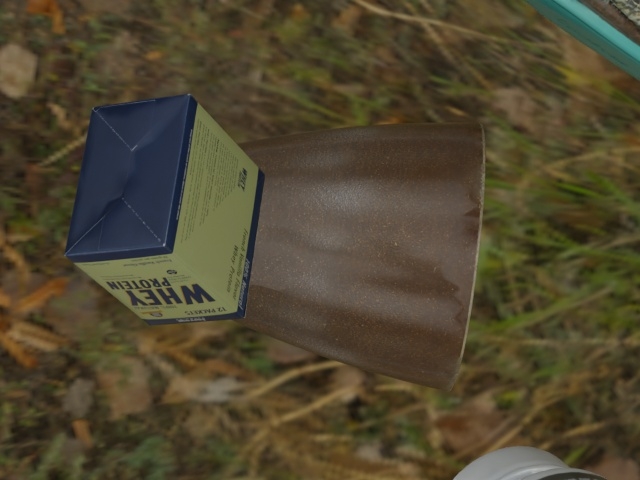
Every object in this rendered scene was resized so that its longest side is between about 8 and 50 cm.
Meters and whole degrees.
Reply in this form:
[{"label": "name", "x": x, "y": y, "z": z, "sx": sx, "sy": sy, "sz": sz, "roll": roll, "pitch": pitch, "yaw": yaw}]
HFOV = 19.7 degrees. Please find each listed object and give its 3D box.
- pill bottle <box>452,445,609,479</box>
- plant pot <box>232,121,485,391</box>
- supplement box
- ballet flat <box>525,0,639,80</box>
[{"label": "pill bottle", "x": 0.202, "y": 0.270, "z": 1.395, "sx": 0.161, "sy": 0.283, "sz": 0.161, "roll": -7, "pitch": 110, "yaw": -19}, {"label": "plant pot", "x": 0.000, "y": 0.000, "z": 1.458, "sx": 0.230, "sy": 0.215, "sz": 0.215, "roll": 6, "pitch": 93, "yaw": -2}, {"label": "supplement box", "x": -0.074, "y": -0.013, "z": 0.901, "sx": 0.056, "sy": 0.083, "sz": 0.083, "roll": -5, "pitch": 62, "yaw": 25}, {"label": "ballet flat", "x": 0.328, "y": -0.107, "z": 1.264, "sx": 0.483, "sy": 0.164, "sz": 0.182, "roll": 41, "pitch": 89, "yaw": -21}]
